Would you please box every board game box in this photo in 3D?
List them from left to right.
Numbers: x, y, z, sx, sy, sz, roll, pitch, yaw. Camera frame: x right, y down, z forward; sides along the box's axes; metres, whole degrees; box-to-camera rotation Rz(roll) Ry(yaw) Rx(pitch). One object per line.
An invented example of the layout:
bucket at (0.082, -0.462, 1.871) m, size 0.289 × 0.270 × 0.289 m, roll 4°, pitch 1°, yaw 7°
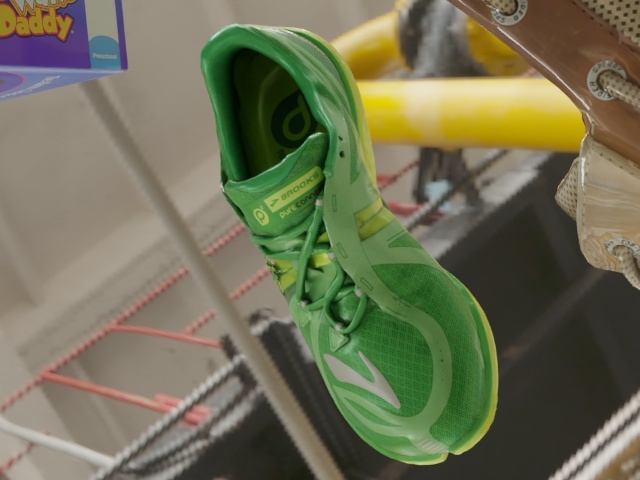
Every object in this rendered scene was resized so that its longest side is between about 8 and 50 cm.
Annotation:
board game box at (-0.329, -0.123, 1.029) m, size 0.233 × 0.347 × 0.078 m, roll -4°, pitch -92°, yaw -50°

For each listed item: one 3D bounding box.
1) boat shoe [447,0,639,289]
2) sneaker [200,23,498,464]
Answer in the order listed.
boat shoe at (0.130, -0.037, 0.498) m, size 0.116 × 0.123 × 0.324 m, roll -43°, pitch -99°, yaw 17°
sneaker at (0.000, 0.000, 0.922) m, size 0.123 × 0.109 × 0.295 m, roll 15°, pitch -136°, yaw -60°
